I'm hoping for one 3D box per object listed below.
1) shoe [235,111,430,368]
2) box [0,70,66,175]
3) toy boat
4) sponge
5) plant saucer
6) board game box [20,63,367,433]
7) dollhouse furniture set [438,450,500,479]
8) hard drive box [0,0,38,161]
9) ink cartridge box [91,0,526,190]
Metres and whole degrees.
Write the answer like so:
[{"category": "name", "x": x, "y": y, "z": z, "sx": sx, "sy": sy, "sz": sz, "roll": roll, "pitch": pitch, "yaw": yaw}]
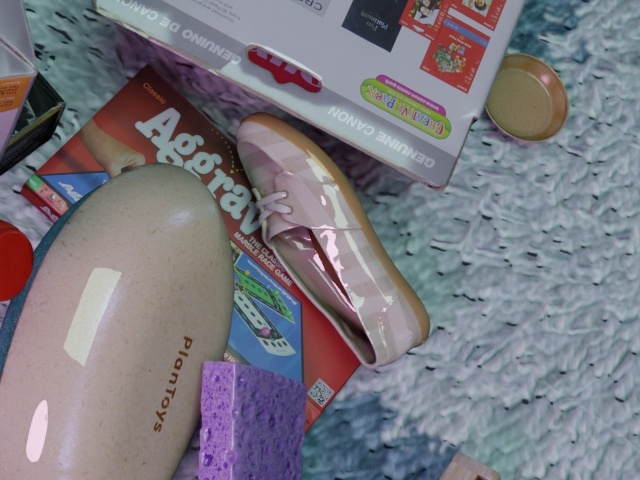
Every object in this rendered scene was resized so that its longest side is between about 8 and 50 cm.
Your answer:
[{"category": "shoe", "x": 0.000, "y": 0.000, "z": 1.135, "sx": 0.058, "sy": 0.076, "sz": 0.219, "roll": -36, "pitch": 89, "yaw": -32}, {"category": "box", "x": -0.385, "y": -0.091, "z": 1.056, "sx": 0.322, "sy": 0.079, "sz": 0.257, "roll": -40, "pitch": 87, "yaw": -26}, {"category": "toy boat", "x": -0.184, "y": 0.044, "z": 0.987, "sx": 0.148, "sy": 0.318, "sz": 0.268, "roll": 13, "pitch": 74, "yaw": 30}, {"category": "sponge", "x": -0.049, "y": 0.195, "z": 1.049, "sx": 0.031, "sy": 0.117, "sz": 0.210, "roll": -2, "pitch": 78, "yaw": 23}, {"category": "plant saucer", "x": 0.175, "y": -0.121, "z": 1.305, "sx": 0.083, "sy": 0.015, "sz": 0.083, "roll": 6, "pitch": 70, "yaw": -18}, {"category": "board game box", "x": -0.077, "y": 0.007, "z": 1.162, "sx": 0.281, "sy": 0.027, "sz": 0.145, "roll": 42, "pitch": 62, "yaw": -3}, {"category": "dollhouse furniture set", "x": 0.106, "y": 0.252, "z": 1.062, "sx": 0.129, "sy": 0.129, "sz": 0.184, "roll": 26, "pitch": 62, "yaw": 22}, {"category": "hard drive box", "x": -0.285, "y": -0.086, "z": 0.918, "sx": 0.181, "sy": 0.232, "sz": 0.089, "roll": -10, "pitch": 77, "yaw": -22}, {"category": "ink cartridge box", "x": -0.008, "y": -0.198, "z": 1.200, "sx": 0.309, "sy": 0.130, "sz": 0.272, "roll": 28, "pitch": 67, "yaw": -9}]
